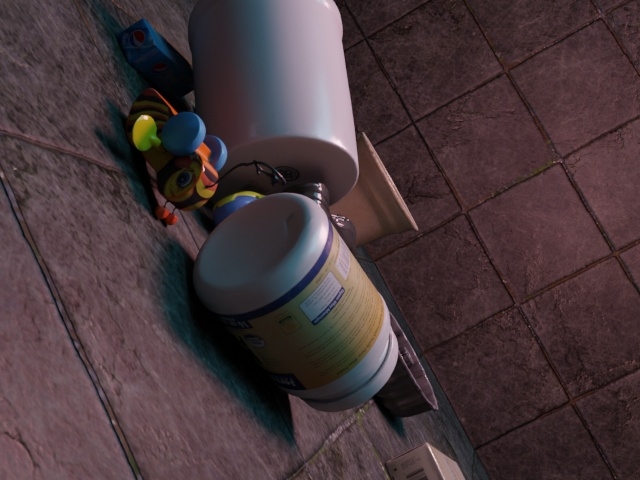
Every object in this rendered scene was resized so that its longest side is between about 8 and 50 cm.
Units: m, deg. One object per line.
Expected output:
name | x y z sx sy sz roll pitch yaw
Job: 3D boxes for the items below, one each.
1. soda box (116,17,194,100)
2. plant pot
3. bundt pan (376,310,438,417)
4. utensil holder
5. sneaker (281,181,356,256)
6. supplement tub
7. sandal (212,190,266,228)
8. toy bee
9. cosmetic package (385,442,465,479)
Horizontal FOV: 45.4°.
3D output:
soda box | -0.326 -0.364 1.558 0.071 0.067 0.210 63 8 17
plant pot | 0.078 -0.102 2.279 0.333 0.306 0.334 59 8 -13
bundt pan | 0.191 0.343 2.095 0.330 0.124 0.331 58 9 -14
utensil holder | -0.094 -0.279 1.537 0.327 0.328 0.385 48 30 -58
sneaker | 0.000 0.000 1.489 0.286 0.109 0.130 45 34 -59
supplement tub | -0.028 0.105 1.207 0.316 0.228 0.228 55 10 -35
sandal | -0.093 0.035 1.447 0.317 0.126 0.138 52 16 -40
toy bee | -0.222 -0.116 1.180 0.195 0.162 0.298 44 -8 -39
cosmetic package | 0.271 0.589 1.789 0.309 0.113 0.160 45 18 -59
